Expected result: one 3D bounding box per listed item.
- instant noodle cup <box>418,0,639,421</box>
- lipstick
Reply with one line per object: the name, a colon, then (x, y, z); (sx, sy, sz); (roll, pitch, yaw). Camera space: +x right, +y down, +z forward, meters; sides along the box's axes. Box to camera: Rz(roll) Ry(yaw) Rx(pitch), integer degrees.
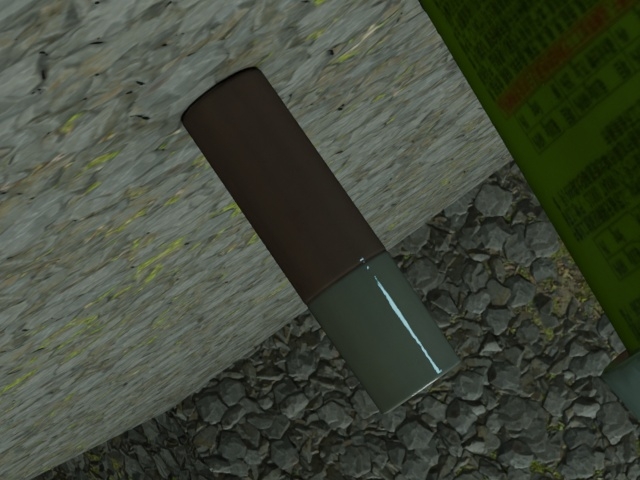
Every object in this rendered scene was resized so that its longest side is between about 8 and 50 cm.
instant noodle cup: (0.145, -0.139, 0.513); (0.294, 0.308, 0.294); (-34, 173, -5)
lipstick: (0.000, 0.000, 1.052); (0.070, 0.254, 0.070); (-34, 174, -4)
